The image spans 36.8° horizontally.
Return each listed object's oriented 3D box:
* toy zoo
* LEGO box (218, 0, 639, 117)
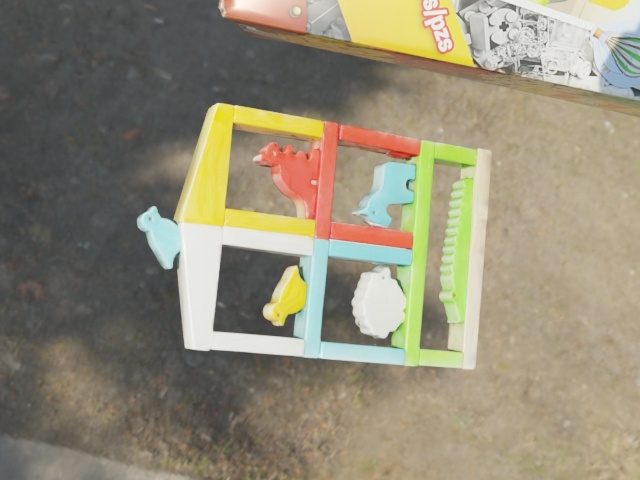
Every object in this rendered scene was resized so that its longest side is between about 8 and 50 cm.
[{"bbox_3d":[0.000,0.000,0.776,0.293,0.030,0.192,8,84,-22],"label":"toy zoo"},{"bbox_3d":[0.162,-0.361,0.686,0.373,0.499,0.193,11,7,1],"label":"LEGO box"}]
